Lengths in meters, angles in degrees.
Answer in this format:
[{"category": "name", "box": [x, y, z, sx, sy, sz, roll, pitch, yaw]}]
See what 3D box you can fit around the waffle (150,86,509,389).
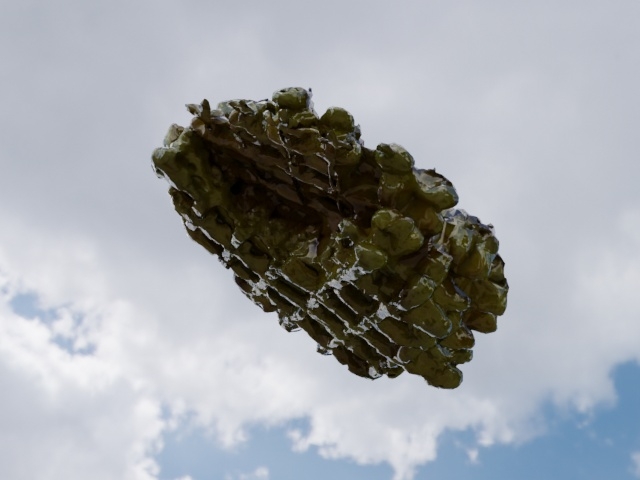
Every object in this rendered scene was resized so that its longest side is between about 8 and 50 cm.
[{"category": "waffle", "box": [0.000, 0.000, 0.480, 0.197, 0.070, 0.193, 47, -23, -27]}]
